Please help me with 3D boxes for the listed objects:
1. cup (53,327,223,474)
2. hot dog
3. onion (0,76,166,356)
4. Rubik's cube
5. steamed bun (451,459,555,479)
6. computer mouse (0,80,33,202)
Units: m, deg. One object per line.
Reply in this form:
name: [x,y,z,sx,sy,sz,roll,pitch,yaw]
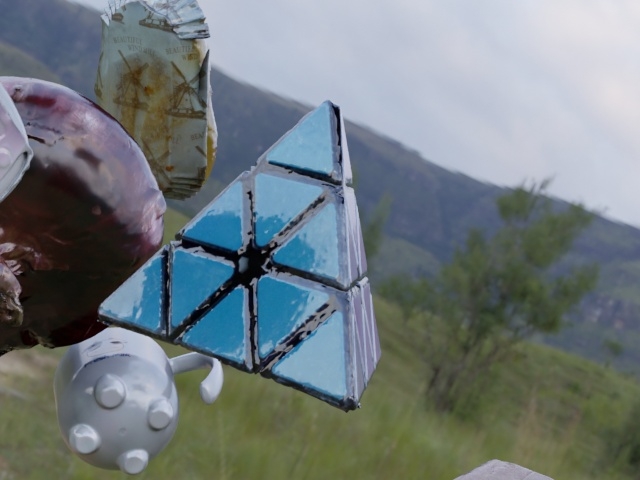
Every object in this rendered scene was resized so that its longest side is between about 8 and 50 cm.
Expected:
cup: [-0.200,0.183,1.267,0.173,0.134,0.142,12,11,-17]
hot dog: [-0.201,-0.179,1.438,0.162,0.271,0.082,12,26,18]
onion: [-0.316,-0.016,1.172,0.314,0.314,0.232,29,25,-12]
Rubik's cube: [0.000,0.000,0.775,0.211,0.178,0.190,16,2,32]
steamed bun: [0.231,0.355,1.455,0.175,0.106,0.145,23,29,35]
computer mouse: [-0.265,-0.109,0.674,0.056,0.126,0.245,16,-36,46]
